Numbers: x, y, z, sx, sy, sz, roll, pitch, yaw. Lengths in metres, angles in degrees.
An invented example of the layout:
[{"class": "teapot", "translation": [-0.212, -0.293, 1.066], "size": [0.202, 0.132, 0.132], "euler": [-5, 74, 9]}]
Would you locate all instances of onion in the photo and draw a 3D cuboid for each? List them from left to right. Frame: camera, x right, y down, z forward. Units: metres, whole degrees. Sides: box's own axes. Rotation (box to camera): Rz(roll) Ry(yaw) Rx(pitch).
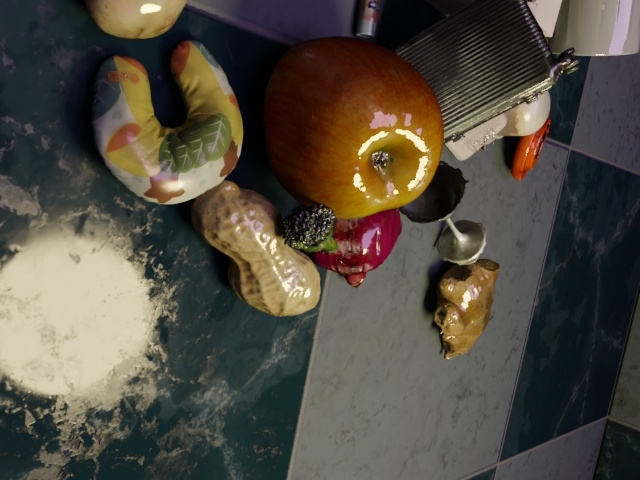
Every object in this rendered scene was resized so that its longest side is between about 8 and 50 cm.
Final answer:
[{"class": "onion", "translation": [0.070, 0.008, 1.299], "size": [0.195, 0.139, 0.218], "euler": [-41, 133, -41]}]

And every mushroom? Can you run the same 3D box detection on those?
[{"class": "mushroom", "translation": [-0.229, -0.322, 0.859], "size": [0.148, 0.112, 0.148], "euler": [-20, 118, -41]}]

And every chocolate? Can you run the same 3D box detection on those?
[{"class": "chocolate", "translation": [0.453, -0.309, 1.608], "size": [0.221, 0.147, 0.222], "euler": [-22, 122, -41]}]

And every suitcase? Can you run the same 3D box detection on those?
[{"class": "suitcase", "translation": [0.270, -0.306, 1.215], "size": [0.202, 0.312, 0.128], "euler": [65, 22, 3]}]

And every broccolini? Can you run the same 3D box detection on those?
[{"class": "broccolini", "translation": [-0.013, -0.013, 1.108], "size": [0.091, 0.068, 0.202], "euler": [-44, 170, -2]}]

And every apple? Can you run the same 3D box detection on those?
[{"class": "apple", "translation": [0.061, -0.176, 1.111], "size": [0.301, 0.301, 0.302], "euler": [-18, 116, -44]}]

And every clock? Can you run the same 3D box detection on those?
[{"class": "clock", "translation": [0.539, -0.250, 1.751], "size": [0.205, 0.051, 0.205], "euler": [-53, 157, -34]}]

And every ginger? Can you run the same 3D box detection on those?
[{"class": "ginger", "translation": [0.342, 0.176, 1.657], "size": [0.218, 0.123, 0.270], "euler": [-13, 112, -49]}]

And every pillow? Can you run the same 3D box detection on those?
[{"class": "pillow", "translation": [-0.208, -0.161, 0.957], "size": [0.233, 0.086, 0.214], "euler": [-25, 101, -39]}]

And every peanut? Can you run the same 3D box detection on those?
[{"class": "peanut", "translation": [-0.104, 0.018, 1.109], "size": [0.136, 0.120, 0.298], "euler": [-36, 128, -6]}]

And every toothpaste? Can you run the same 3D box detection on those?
[{"class": "toothpaste", "translation": [0.095, -0.470, 1.237], "size": [0.056, 0.036, 0.205], "euler": [3, 96, -47]}]

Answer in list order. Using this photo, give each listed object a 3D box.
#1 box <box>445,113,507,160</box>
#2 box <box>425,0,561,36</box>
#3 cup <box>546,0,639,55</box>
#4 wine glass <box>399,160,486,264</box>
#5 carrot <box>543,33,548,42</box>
[{"class": "box", "translation": [0.293, -0.284, 1.469], "size": [0.142, 0.044, 0.285], "euler": [-40, 137, 12]}, {"class": "box", "translation": [0.326, -0.501, 1.356], "size": [0.274, 0.203, 0.116], "euler": [10, 96, -49]}, {"class": "cup", "translation": [0.686, -0.643, 1.720], "size": [0.323, 0.236, 0.327], "euler": [-56, 146, -65]}, {"class": "wine glass", "translation": [0.276, -0.048, 1.501], "size": [0.156, 0.156, 0.232], "euler": [-61, 141, -14]}, {"class": "carrot", "translation": [0.295, -0.306, 1.333], "size": [0.301, 0.114, 0.114], "euler": [-38, 140, 15]}]
